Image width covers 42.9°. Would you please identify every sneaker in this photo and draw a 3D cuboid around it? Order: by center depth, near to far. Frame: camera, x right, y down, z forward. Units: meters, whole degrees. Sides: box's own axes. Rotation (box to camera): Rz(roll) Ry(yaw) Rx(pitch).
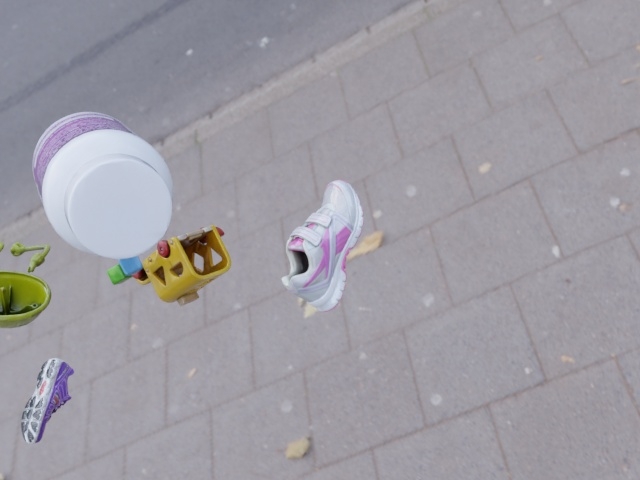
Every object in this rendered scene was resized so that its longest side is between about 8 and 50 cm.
[{"bbox_3d":[0.000,0.000,1.521,0.103,0.111,0.252,-8,65,55],"label":"sneaker"},{"bbox_3d":[-0.521,0.314,1.579,0.068,0.071,0.170,-12,53,41],"label":"sneaker"}]

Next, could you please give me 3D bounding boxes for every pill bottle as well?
[{"bbox_3d":[-0.295,-0.075,1.104,0.169,0.169,0.301,-46,27,-5],"label":"pill bottle"}]

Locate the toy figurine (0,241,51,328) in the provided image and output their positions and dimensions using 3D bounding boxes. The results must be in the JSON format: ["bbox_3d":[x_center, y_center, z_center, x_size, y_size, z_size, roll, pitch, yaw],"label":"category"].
[{"bbox_3d":[-0.583,0.129,1.205,0.362,0.217,0.191,3,30,-13],"label":"toy figurine"}]

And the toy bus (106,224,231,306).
[{"bbox_3d":[-0.242,0.057,1.388,0.191,0.202,0.104,-27,84,0],"label":"toy bus"}]
